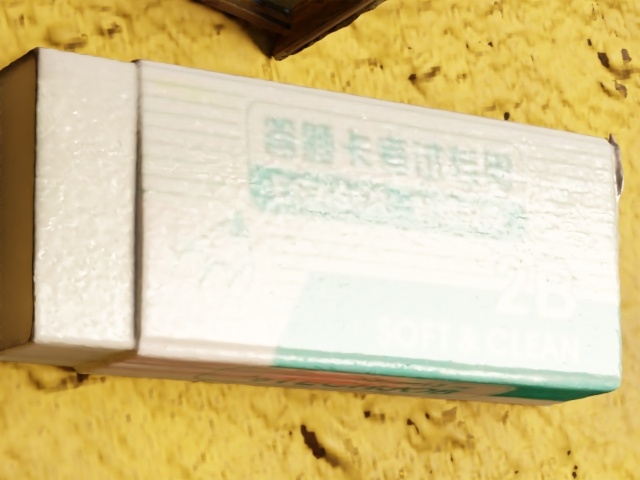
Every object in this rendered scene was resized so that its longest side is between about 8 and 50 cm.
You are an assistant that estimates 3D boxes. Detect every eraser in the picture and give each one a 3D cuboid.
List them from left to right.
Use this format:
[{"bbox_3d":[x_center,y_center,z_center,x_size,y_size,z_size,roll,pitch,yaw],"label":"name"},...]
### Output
[{"bbox_3d":[0.000,0.000,0.653,0.225,0.052,0.096,7,76,-31],"label":"eraser"}]

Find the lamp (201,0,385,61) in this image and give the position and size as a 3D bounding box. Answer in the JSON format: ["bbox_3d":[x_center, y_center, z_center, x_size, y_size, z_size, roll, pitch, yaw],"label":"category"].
[{"bbox_3d":[-0.117,-0.163,0.605,0.325,0.089,0.090,21,67,-26],"label":"lamp"}]
